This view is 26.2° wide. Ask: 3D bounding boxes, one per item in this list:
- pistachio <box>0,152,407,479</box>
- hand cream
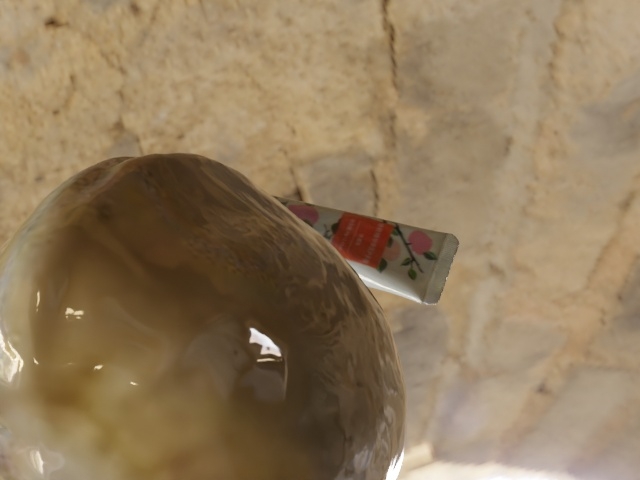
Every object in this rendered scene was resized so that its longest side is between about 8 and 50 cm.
[{"bbox_3d":[-0.052,0.062,0.596,0.162,0.182,0.293,-2,-13,24],"label":"pistachio"},{"bbox_3d":[0.000,0.000,1.202,0.234,0.080,0.050,13,-37,14],"label":"hand cream"}]
